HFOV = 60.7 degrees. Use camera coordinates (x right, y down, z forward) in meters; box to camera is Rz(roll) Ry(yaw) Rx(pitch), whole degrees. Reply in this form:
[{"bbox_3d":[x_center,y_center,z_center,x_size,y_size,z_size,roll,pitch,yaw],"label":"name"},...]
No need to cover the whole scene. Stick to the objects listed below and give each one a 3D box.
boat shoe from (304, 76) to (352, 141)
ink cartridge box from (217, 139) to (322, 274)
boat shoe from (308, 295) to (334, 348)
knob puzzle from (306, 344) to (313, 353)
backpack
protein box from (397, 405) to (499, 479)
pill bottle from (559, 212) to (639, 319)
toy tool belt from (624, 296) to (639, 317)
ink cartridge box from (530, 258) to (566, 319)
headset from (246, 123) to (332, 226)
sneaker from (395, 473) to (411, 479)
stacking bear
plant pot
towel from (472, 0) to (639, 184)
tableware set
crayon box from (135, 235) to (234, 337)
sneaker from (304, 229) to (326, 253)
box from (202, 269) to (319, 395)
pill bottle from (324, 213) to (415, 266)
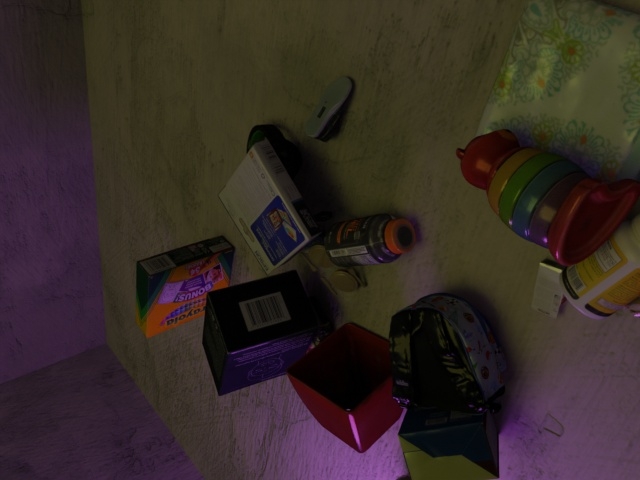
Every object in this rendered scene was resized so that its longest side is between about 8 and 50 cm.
[{"bbox_3d":[0.034,-0.351,1.474,0.065,0.083,0.183,46,109,26],"label":"boat shoe"},{"bbox_3d":[-0.154,-0.084,1.588,0.304,0.072,0.307,58,147,4],"label":"ink cartridge box"},{"bbox_3d":[0.000,0.283,1.761,0.224,0.080,0.073,62,146,17],"label":"boat shoe"},{"bbox_3d":[-0.036,0.372,1.881,0.213,0.030,0.213,23,122,43],"label":"knob puzzle"},{"bbox_3d":[0.297,0.257,1.297,0.276,0.213,0.264,-14,102,45],"label":"backpack"},{"bbox_3d":[0.313,0.468,1.315,0.199,0.201,0.136,-16,93,20],"label":"protein box"},{"bbox_3d":[0.545,0.041,0.980,0.119,0.119,0.208,54,139,20],"label":"pill bottle"},{"bbox_3d":[0.597,0.124,1.007,0.051,0.052,0.083,36,169,4],"label":"toy tool belt"},{"bbox_3d":[0.485,0.103,1.149,0.062,0.029,0.115,25,125,41],"label":"ink cartridge box"},{"bbox_3d":[-0.114,-0.191,1.687,0.394,0.185,0.243,61,148,36],"label":"headset"},{"bbox_3d":[0.319,0.783,1.602,0.232,0.090,0.115,14,122,56],"label":"sneaker"},{"bbox_3d":[0.369,-0.101,0.974,0.289,0.175,0.164,48,130,42],"label":"stacking bear"},{"bbox_3d":[0.101,0.443,1.587,0.267,0.267,0.236,20,132,45],"label":"plant pot"},{"bbox_3d":[0.455,-0.229,0.998,0.320,0.090,0.375,39,132,32],"label":"towel"},{"bbox_3d":[0.042,0.075,1.608,0.128,0.039,0.194,-20,120,38],"label":"tableware set"},{"bbox_3d":[-0.521,0.174,2.107,0.106,0.362,0.313,39,132,32],"label":"crayon box"},{"bbox_3d":[0.000,0.000,1.657,0.162,0.063,0.073,-4,97,50],"label":"sneaker"},{"bbox_3d":[-0.207,0.306,1.768,0.212,0.293,0.395,65,154,27],"label":"box"},{"bbox_3d":[0.133,0.000,1.444,0.245,0.130,0.131,-9,98,50],"label":"pill bottle"}]
